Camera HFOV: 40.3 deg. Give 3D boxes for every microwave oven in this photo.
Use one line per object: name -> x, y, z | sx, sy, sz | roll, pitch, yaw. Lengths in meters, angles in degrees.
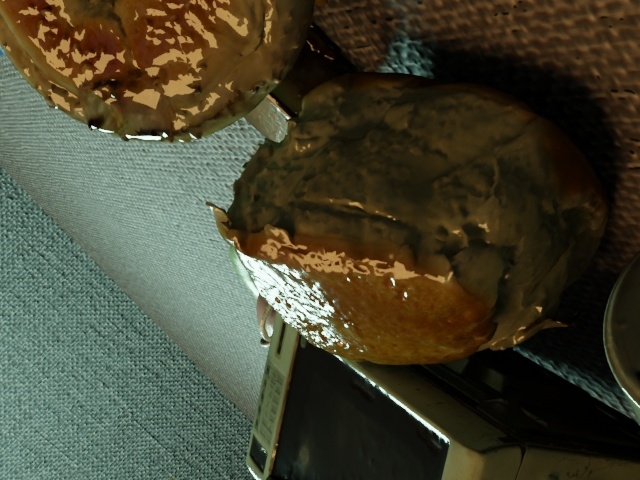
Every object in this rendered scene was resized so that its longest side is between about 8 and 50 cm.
microwave oven -> 0.138, 0.225, 0.912 | 0.333, 0.247, 0.394 | 13, -172, -30

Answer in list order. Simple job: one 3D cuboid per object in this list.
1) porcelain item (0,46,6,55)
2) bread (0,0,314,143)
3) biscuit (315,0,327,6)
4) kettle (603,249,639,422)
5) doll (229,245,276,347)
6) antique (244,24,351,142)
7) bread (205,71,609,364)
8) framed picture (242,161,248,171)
porcelain item -> -0.478, -0.351, 1.267 | 0.147, 0.114, 0.147 | 37, 161, 15
bread -> -0.141, -0.231, 0.704 | 0.306, 0.159, 0.305 | 6, 114, 14
biscuit -> -0.032, -0.251, 0.771 | 0.083, 0.018, 0.081 | 32, 158, 25
kettle -> 0.329, 0.133, 0.639 | 0.265, 0.205, 0.318 | 15, 150, 48
doll -> -0.020, 0.125, 1.211 | 0.284, 0.216, 0.268 | 13, 139, 53
antique -> -0.092, -0.211, 0.855 | 0.310, 0.093, 0.087 | 43, 161, -3
bread -> 0.091, -0.009, 0.750 | 0.279, 0.225, 0.250 | 15, 156, 31
framed picture -> 0.000, 0.000, 1.257 | 0.260, 0.023, 0.189 | 34, 158, 18
